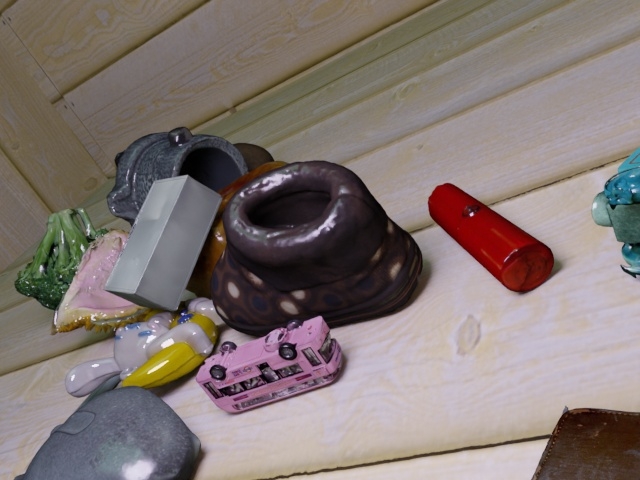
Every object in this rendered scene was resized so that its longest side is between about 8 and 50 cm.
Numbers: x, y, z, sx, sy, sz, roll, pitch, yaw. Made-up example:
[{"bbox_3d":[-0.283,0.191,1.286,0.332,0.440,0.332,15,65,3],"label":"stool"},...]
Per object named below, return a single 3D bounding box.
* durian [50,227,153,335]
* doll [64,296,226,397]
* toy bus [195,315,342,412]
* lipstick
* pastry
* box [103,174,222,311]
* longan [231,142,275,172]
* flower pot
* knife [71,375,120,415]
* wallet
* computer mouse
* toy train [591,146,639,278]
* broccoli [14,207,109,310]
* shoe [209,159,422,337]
[{"bbox_3d":[-0.433,0.114,1.435,0.195,0.185,0.305,-3,36,19],"label":"durian"},{"bbox_3d":[-0.285,0.181,1.114,0.252,0.111,0.237,-7,30,29],"label":"doll"},{"bbox_3d":[-0.069,0.170,0.871,0.203,0.090,0.063,-23,23,24],"label":"toy bus"},{"bbox_3d":[0.223,-0.012,0.891,0.073,0.073,0.280,-32,22,1],"label":"lipstick"},{"bbox_3d":[-0.159,-0.023,1.313,0.356,0.164,0.356,-33,17,11],"label":"pastry"},{"bbox_3d":[-0.279,0.004,1.146,0.129,0.086,0.225,0,64,49],"label":"box"},{"bbox_3d":[-0.199,-0.184,1.733,0.167,0.167,0.187,-22,5,25],"label":"longan"},{"bbox_3d":[-0.360,-0.127,1.554,0.283,0.299,0.299,4,40,43],"label":"flower pot"},{"bbox_3d":[-0.406,0.275,1.200,0.044,0.023,0.162,-14,28,35],"label":"knife"},{"bbox_3d":[0.198,0.218,0.478,0.122,0.031,0.232,-12,27,51],"label":"wallet"},{"bbox_3d":[-0.317,0.294,0.913,0.374,0.114,0.203,-11,31,45],"label":"computer mouse"},{"bbox_3d":[0.399,-0.044,0.662,0.163,0.112,0.203,-37,23,-26],"label":"toy train"},{"bbox_3d":[-0.638,0.056,1.691,0.308,0.275,0.308,-11,4,1],"label":"broccoli"},{"bbox_3d":[-0.060,0.017,0.954,0.384,0.237,0.171,-11,45,38],"label":"shoe"}]
